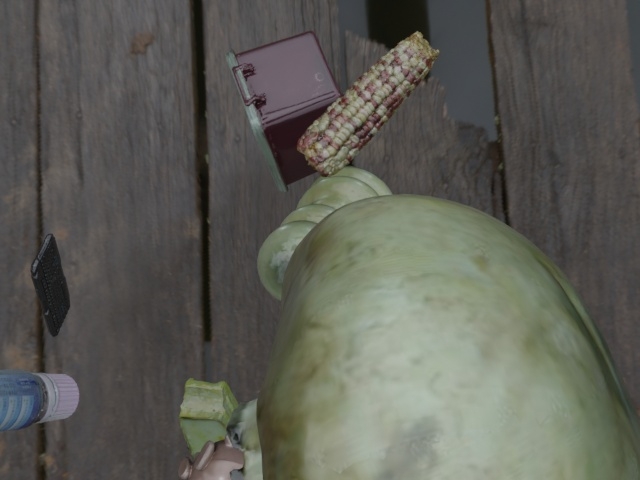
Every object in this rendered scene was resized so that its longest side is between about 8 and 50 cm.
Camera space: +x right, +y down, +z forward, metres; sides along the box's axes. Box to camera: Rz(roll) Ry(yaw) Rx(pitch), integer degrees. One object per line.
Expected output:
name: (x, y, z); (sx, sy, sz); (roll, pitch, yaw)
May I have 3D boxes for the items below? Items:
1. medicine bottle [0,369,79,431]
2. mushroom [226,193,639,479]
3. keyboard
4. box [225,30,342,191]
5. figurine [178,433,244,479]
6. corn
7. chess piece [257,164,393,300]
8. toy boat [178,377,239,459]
medicine bottle: (-0.421, 0.216, 1.155); (0.083, 0.203, 0.083); (-3, 83, 27)
mushroom: (0.074, 0.140, 0.559); (0.260, 0.352, 0.352); (-21, 81, 16)
keyboard: (-0.546, 0.096, 1.729); (0.016, 0.262, 0.106); (13, 53, 3)
box: (-0.048, -0.236, 1.556); (0.168, 0.294, 0.193); (-19, 69, 1)
figurine: (-0.140, 0.360, 1.299); (0.138, 0.125, 0.125); (27, 81, -21)
corn: (0.065, -0.187, 1.155); (0.079, 0.079, 0.237); (43, 92, 6)
chess piece: (0.000, 0.000, 1.404); (0.182, 0.330, 0.182); (7, 110, 19)
toy boat: (-0.193, 0.382, 1.632); (0.111, 0.276, 0.084); (0, 41, 16)
